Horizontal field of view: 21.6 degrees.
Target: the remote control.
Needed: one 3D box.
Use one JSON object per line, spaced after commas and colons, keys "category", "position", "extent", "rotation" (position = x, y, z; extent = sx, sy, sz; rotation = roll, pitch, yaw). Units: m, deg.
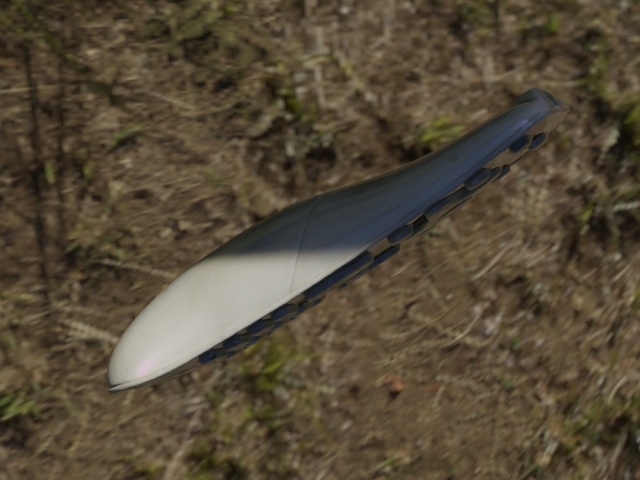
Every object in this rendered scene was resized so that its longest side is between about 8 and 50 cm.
{"category": "remote control", "position": [0.000, 0.000, 0.699], "extent": [0.229, 0.073, 0.044], "rotation": [-34, 82, 19]}
